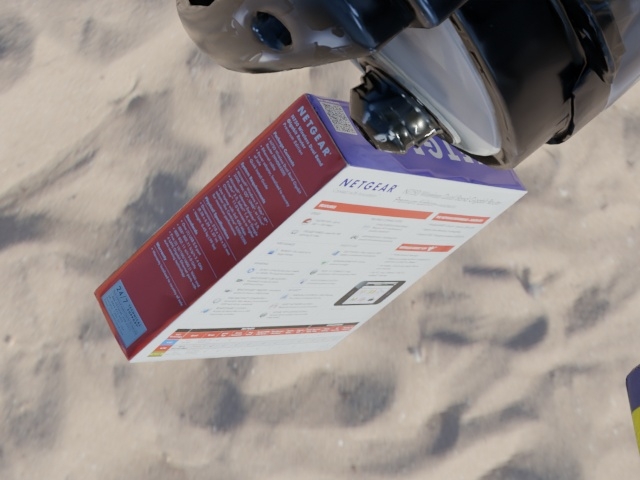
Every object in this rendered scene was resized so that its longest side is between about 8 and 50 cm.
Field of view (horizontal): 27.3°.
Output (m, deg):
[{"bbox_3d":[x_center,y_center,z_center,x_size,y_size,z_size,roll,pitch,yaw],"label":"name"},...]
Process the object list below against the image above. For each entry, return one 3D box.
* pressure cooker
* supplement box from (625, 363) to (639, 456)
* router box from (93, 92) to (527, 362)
[{"bbox_3d":[0.092,-0.246,0.748,0.420,0.370,0.375,-42,65,-2],"label":"pressure cooker"},{"bbox_3d":[0.274,0.181,0.491,0.194,0.356,0.195,29,130,-27],"label":"supplement box"},{"bbox_3d":[0.000,0.000,1.286,0.301,0.335,0.082,-41,66,26],"label":"router box"}]
